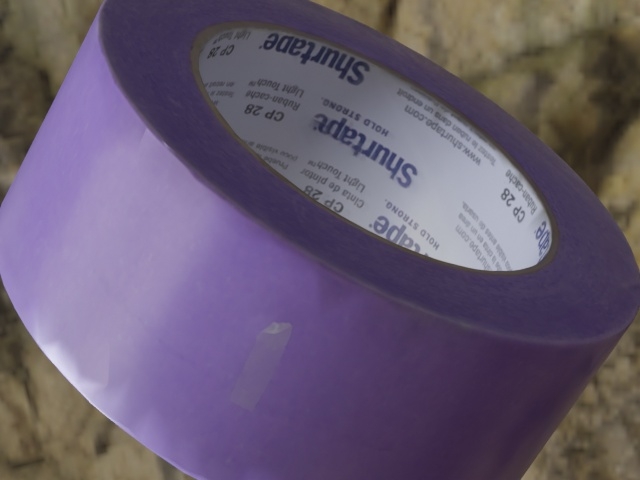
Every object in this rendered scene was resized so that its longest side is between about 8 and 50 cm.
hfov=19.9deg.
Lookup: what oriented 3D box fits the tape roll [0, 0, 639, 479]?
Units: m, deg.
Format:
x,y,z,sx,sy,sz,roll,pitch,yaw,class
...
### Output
x,y,z,sx,sy,sz,roll,pitch,yaw,class
0.000,0.000,0.571,0.189,0.080,0.189,25,-155,-12,tape roll
